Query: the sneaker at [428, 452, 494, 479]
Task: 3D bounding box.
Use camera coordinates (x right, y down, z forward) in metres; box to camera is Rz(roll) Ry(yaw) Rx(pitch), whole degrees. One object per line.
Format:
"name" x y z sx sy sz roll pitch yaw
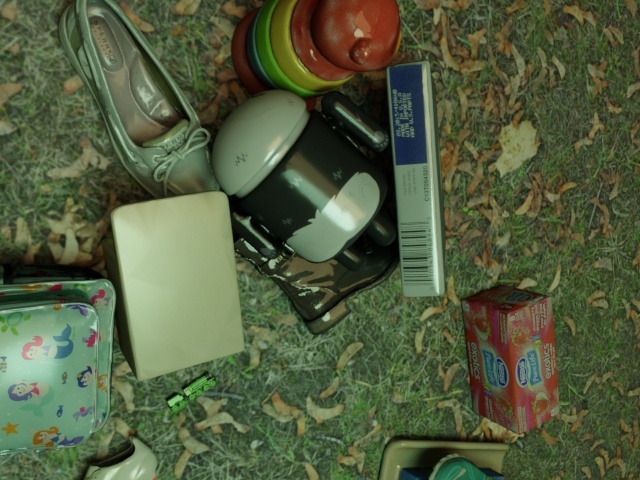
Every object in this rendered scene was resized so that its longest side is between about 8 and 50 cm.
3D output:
"sneaker" 0.308 0.483 1.086 0.275 0.110 0.107 32 76 -26

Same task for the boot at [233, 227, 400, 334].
"boot" 0.000 0.000 0.944 0.263 0.091 0.229 -45 109 -23

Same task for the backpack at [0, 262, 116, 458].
"backpack" -0.384 0.143 0.699 0.253 0.191 0.225 3 96 -24

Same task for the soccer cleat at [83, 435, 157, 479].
"soccer cleat" -0.325 0.363 0.825 0.196 0.068 0.076 -37 108 -27

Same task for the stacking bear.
"stacking bear" 0.002 -0.273 0.789 0.164 0.289 0.176 18 88 -30

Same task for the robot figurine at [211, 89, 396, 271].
"robot figurine" -0.020 -0.081 0.812 0.278 0.173 0.209 40 71 -18

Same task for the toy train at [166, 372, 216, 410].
"toy train" -0.200 0.234 0.901 0.083 0.017 0.024 -31 100 -22

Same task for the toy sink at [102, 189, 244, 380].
"toy sink" -0.210 0.047 0.807 0.152 0.131 0.234 -13 108 -27

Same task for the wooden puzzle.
"wooden puzzle" 0.242 0.574 1.154 0.322 0.080 0.348 13 90 -30

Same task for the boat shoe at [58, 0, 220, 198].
"boat shoe" -0.232 -0.173 0.779 0.118 0.103 0.321 -33 112 -21

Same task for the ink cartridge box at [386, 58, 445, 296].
"ink cartridge box" 0.161 -0.109 0.943 0.071 0.330 0.324 -4 100 12

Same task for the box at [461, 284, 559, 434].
"box" 0.380 0.232 1.158 0.122 0.128 0.257 -15 104 -27
